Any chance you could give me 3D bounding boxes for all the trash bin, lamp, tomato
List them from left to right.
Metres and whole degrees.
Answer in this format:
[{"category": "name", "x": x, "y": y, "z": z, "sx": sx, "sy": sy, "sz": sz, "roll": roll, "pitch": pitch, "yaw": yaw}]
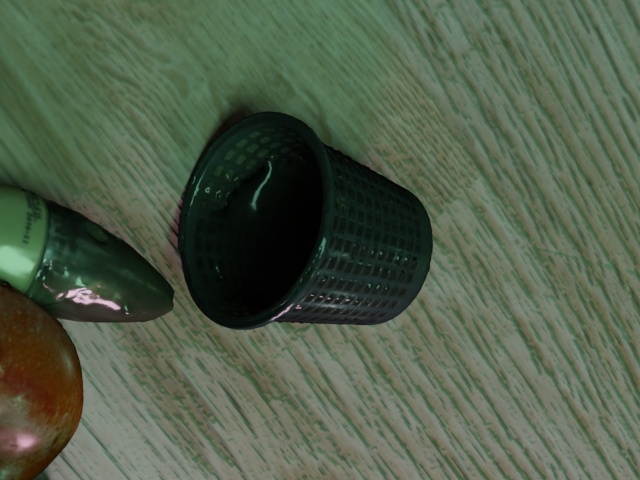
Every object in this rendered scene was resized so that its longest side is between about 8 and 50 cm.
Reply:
[{"category": "tomato", "x": -0.294, "y": 0.132, "z": 1.460, "sx": 0.237, "sy": 0.095, "sz": 0.236, "roll": -6, "pitch": 134, "yaw": -6}, {"category": "lamp", "x": -0.225, "y": 0.013, "z": 1.494, "sx": 0.250, "sy": 0.101, "sz": 0.101, "roll": 21, "pitch": 99, "yaw": -29}, {"category": "trash bin", "x": 0.000, "y": 0.000, "z": 1.578, "sx": 0.161, "sy": 0.175, "sz": 0.175, "roll": 17, "pitch": 101, "yaw": -42}]
